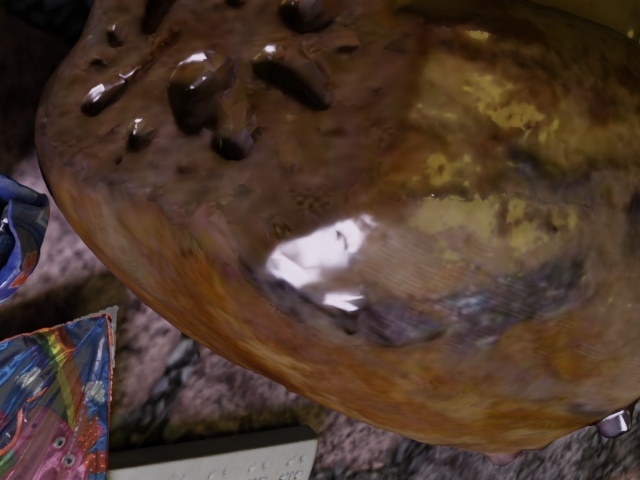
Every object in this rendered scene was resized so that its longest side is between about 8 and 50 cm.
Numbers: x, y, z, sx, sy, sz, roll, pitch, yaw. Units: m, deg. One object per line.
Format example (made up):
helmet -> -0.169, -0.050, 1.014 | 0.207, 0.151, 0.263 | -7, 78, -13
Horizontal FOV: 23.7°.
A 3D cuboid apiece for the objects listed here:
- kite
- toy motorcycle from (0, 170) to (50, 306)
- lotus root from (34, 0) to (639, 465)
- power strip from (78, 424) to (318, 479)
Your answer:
kite -> -0.177, 0.128, 0.801 | 0.234, 0.016, 0.321 | -54, 136, -9
toy motorcycle -> -0.186, -0.019, 0.640 | 0.205, 0.114, 0.076 | 23, 96, -53
lotus root -> 0.034, -0.061, 0.703 | 0.250, 0.316, 0.316 | 22, 97, -50
power strip -> -0.088, 0.152, 0.931 | 0.252, 0.027, 0.060 | -1, 114, -48
